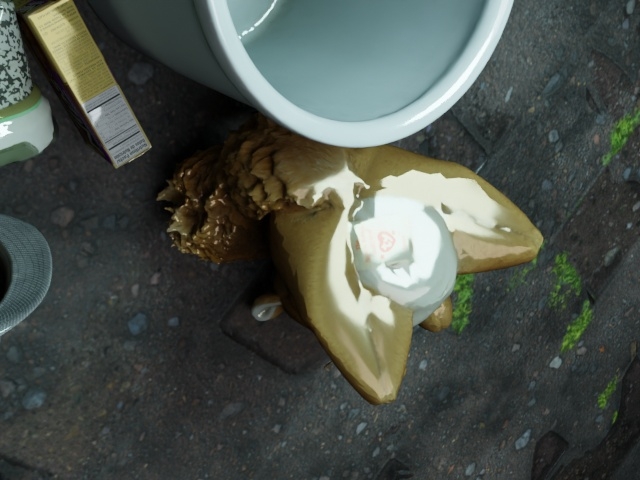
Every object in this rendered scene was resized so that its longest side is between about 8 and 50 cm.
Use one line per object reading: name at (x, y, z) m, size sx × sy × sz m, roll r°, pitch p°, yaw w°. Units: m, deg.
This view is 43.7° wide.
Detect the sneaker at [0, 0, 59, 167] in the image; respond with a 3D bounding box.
sneaker at (-0.452, -0.147, 0.727) m, size 0.410 × 0.158 × 0.182 m, roll -20°, pitch 128°, yaw -36°

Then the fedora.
fedora at (-0.420, 0.071, 0.810) m, size 0.275 × 0.244 × 0.124 m, roll -1°, pitch 128°, yaw -24°

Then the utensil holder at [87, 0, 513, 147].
utensil holder at (-0.052, -0.295, 0.801) m, size 0.327 × 0.385 × 0.328 m, roll -14°, pitch 116°, yaw -31°

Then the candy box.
candy box at (-0.266, -0.179, 0.878) m, size 0.053 × 0.109 × 0.187 m, roll -35°, pitch 126°, yaw -18°

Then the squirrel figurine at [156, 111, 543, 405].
squirrel figurine at (0.000, 0.000, 1.024) m, size 0.397 × 0.370 × 0.281 m, roll 43°, pitch 75°, yaw -6°

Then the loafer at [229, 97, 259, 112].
loafer at (-0.020, -0.173, 1.072) m, size 0.223 × 0.076 × 0.078 m, roll -5°, pitch 103°, yaw -37°
